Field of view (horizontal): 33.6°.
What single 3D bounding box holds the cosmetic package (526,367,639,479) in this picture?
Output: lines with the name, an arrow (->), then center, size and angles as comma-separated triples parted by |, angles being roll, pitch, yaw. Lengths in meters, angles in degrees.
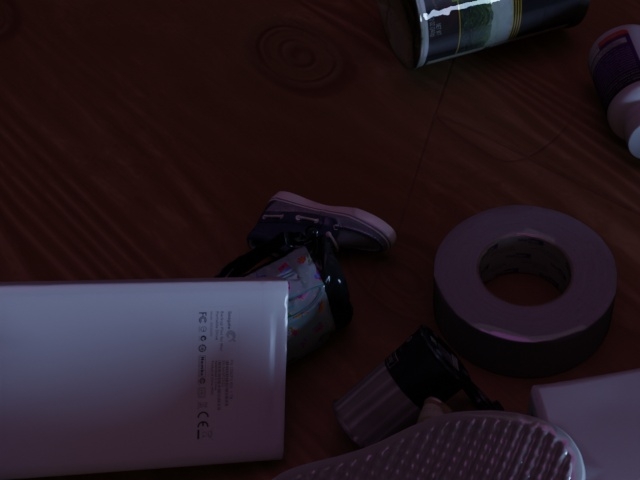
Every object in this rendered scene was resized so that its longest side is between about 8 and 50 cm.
cosmetic package -> 0.414, 0.238, 1.056 | 0.384, 0.156, 0.217 | -9, 47, -1

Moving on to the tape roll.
tape roll -> 0.247, 0.058, 1.292 | 0.219, 0.072, 0.219 | -3, 46, 3

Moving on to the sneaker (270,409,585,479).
sneaker -> 0.105, 0.247, 1.039 | 0.321, 0.127, 0.126 | -14, 63, 20

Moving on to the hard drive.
hard drive -> -0.188, 0.143, 1.127 | 0.307, 0.203, 0.040 | 0, 8, -18

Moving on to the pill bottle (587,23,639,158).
pill bottle -> 0.449, -0.206, 1.493 | 0.108, 0.108, 0.194 | -5, 47, 1

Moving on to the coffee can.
coffee can -> 0.242, -0.391, 1.622 | 0.275, 0.202, 0.202 | -17, 48, -9

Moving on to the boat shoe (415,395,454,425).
boat shoe -> 0.161, 0.224, 1.114 | 0.153, 0.056, 0.048 | 38, 44, -13

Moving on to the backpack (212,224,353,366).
backpack -> -0.056, 0.084, 1.253 | 0.182, 0.152, 0.115 | -26, 51, -8

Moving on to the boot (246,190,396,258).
boot -> 0.000, 0.000, 1.381 | 0.189, 0.069, 0.086 | 15, 57, 28

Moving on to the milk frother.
milk frother -> 0.113, 0.187, 1.176 | 0.134, 0.129, 0.143 | -42, 82, 13
